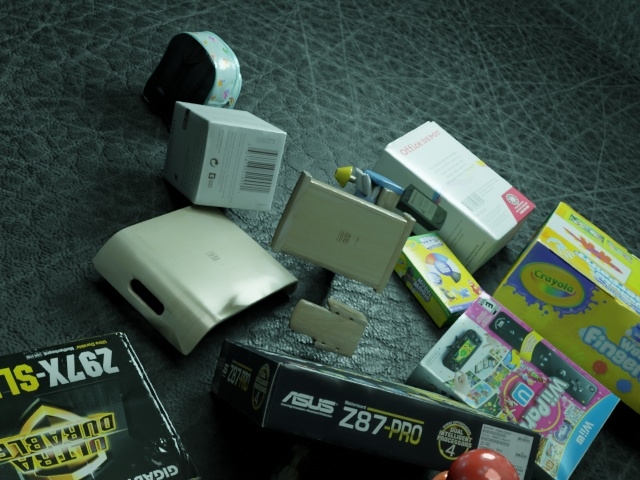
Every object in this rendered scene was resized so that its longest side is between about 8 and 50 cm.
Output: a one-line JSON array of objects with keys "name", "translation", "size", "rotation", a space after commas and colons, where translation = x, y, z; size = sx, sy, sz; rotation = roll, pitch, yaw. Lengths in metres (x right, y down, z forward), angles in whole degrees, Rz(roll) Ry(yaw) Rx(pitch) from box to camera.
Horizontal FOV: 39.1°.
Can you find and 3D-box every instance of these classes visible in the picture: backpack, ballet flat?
[{"name": "backpack", "translation": [-0.243, -0.320, 1.795], "size": [0.144, 0.188, 0.166], "rotation": [-18, 58, -45]}, {"name": "ballet flat", "translation": [-0.044, 0.335, 1.321], "size": [0.041, 0.041, 0.114], "rotation": [32, 38, 1]}]

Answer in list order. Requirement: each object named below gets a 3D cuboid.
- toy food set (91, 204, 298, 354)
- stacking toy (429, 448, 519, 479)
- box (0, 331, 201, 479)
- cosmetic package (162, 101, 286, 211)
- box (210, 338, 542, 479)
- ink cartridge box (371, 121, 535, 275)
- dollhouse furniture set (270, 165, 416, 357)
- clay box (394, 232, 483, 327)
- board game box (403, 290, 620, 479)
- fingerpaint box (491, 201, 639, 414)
[{"name": "toy food set", "translation": [-0.199, 0.057, 1.502], "size": [0.219, 0.092, 0.306], "rotation": [42, 30, 14]}, {"name": "stacking toy", "translation": [0.146, 0.364, 1.169], "size": [0.141, 0.330, 0.141], "rotation": [17, 45, -18]}, {"name": "box", "translation": [-0.353, 0.263, 1.162], "size": [0.322, 0.079, 0.257], "rotation": [-8, 50, -39]}, {"name": "cosmetic package", "translation": [-0.178, -0.154, 1.633], "size": [0.151, 0.151, 0.183], "rotation": [5, 16, -30]}, {"name": "box", "translation": [0.066, 0.246, 1.301], "size": [0.394, 0.318, 0.097], "rotation": [17, 83, -17]}, {"name": "ink cartridge box", "translation": [0.278, -0.094, 1.943], "size": [0.306, 0.131, 0.226], "rotation": [41, 39, 15]}, {"name": "dollhouse furniture set", "translation": [0.000, 0.000, 1.595], "size": [0.198, 0.286, 0.303], "rotation": [22, 10, -12]}, {"name": "clay box", "translation": [0.224, 0.064, 1.793], "size": [0.127, 0.053, 0.222], "rotation": [-11, 55, -42]}, {"name": "board game box", "translation": [0.333, 0.265, 1.570], "size": [0.303, 0.097, 0.224], "rotation": [40, 54, 11]}, {"name": "fingerpaint box", "translation": [0.591, 0.148, 1.805], "size": [0.444, 0.163, 0.371], "rotation": [38, 24, 8]}]
